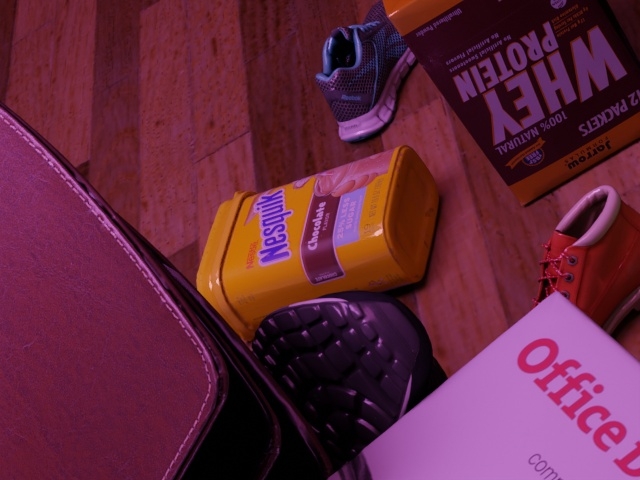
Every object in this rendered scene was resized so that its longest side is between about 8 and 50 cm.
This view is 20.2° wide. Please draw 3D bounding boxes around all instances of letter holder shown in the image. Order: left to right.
[{"bbox_3d":[-0.130,0.055,1.051,0.302,0.152,0.214,44,118,32],"label":"letter holder"}]

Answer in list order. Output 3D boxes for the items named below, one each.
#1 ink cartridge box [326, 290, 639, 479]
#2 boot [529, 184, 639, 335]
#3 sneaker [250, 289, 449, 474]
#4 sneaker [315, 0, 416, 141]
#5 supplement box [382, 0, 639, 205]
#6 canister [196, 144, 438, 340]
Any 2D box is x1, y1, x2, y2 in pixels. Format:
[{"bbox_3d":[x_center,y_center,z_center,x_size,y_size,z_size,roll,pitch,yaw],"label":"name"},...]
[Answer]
[{"bbox_3d":[0.071,0.250,0.900,0.395,0.166,0.285,-40,31,-2],"label":"ink cartridge box"},{"bbox_3d":[0.157,0.037,1.167,0.158,0.084,0.059,-49,34,-13],"label":"boot"},{"bbox_3d":[0.027,0.085,1.109,0.124,0.107,0.283,-32,-13,-26],"label":"sneaker"},{"bbox_3d":[0.039,-0.165,1.557,0.065,0.076,0.166,-17,37,30],"label":"sneaker"},{"bbox_3d":[0.140,-0.171,1.344,0.129,0.194,0.191,-31,32,13],"label":"supplement box"},{"bbox_3d":[0.000,0.000,1.389,0.170,0.073,0.126,-18,37,29],"label":"canister"}]
